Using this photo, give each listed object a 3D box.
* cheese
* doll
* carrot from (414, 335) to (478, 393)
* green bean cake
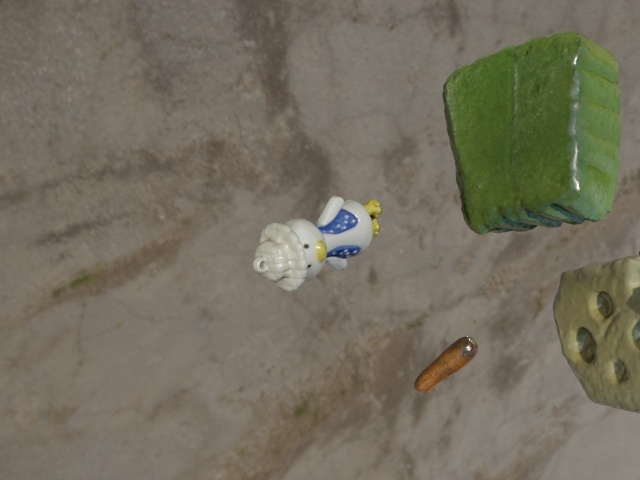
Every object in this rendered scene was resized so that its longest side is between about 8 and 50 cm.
[{"bbox_3d":[0.573,0.163,1.481,0.115,0.326,0.318,-8,136,-22],"label":"cheese"},{"bbox_3d":[0.000,0.000,1.345,0.293,0.119,0.138,-21,120,-41],"label":"doll"},{"bbox_3d":[0.285,0.287,1.797,0.186,0.060,0.060,-45,143,22],"label":"carrot"},{"bbox_3d":[0.275,-0.130,1.035,0.124,0.222,0.248,14,74,-42],"label":"green bean cake"}]
